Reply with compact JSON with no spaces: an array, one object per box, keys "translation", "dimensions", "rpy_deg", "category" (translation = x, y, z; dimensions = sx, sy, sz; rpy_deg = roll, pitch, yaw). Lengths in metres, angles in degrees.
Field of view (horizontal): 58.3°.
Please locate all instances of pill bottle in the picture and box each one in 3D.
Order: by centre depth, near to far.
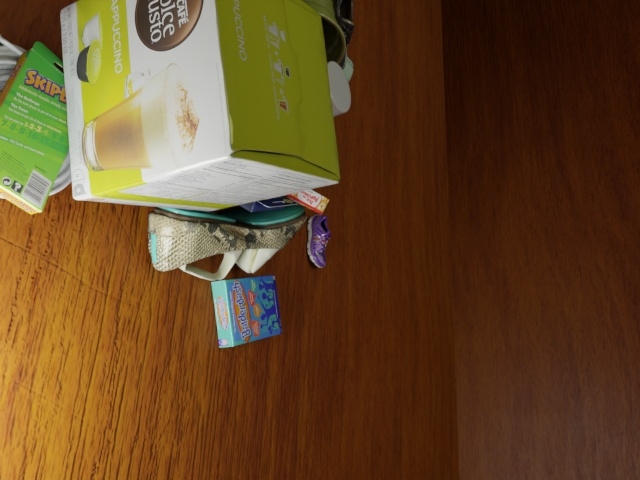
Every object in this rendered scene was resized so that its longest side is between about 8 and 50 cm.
[{"translation":[-0.090,-0.353,1.492],"dimensions":[0.176,0.318,0.176],"rpy_deg":[29,56,-55],"category":"pill bottle"}]

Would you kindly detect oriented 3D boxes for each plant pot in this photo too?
[{"translation":[-0.065,-0.665,1.692],"dimensions":[0.276,0.276,0.254],"rpy_deg":[36,47,-51],"category":"plant pot"}]

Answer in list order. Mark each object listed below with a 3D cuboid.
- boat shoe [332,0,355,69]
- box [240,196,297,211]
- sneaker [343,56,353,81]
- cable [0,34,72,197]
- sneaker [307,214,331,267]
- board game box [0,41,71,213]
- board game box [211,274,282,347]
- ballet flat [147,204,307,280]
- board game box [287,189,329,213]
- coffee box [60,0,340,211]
[{"translation":[0.061,-0.676,1.808],"dimensions":[0.103,0.092,0.285],"rpy_deg":[4,88,-53],"category":"boat shoe"},{"translation":[-0.180,-0.117,1.384],"dimensions":[0.136,0.225,0.036],"rpy_deg":[-12,126,-61],"category":"box"},{"translation":[0.056,-0.689,2.077],"dimensions":[0.151,0.094,0.256],"rpy_deg":[2,90,-54],"category":"sneaker"},{"translation":[-0.511,-0.193,0.942],"dimensions":[0.257,0.089,0.257],"rpy_deg":[28,59,-55],"category":"cable"},{"translation":[0.000,0.000,1.794],"dimensions":[0.068,0.071,0.170],"rpy_deg":[11,72,-59],"category":"sneaker"},{"translation":[-0.454,-0.183,0.912],"dimensions":[0.124,0.039,0.259],"rpy_deg":[46,47,-47],"category":"board game box"},{"translation":[-0.181,0.173,1.447],"dimensions":[0.210,0.047,0.160],"rpy_deg":[-2,84,-60],"category":"board game box"},{"translation":[-0.214,0.001,1.369],"dimensions":[0.483,0.164,0.182],"rpy_deg":[-7,109,-56],"category":"ballet flat"},{"translation":[-0.085,-0.136,1.468],"dimensions":[0.193,0.147,0.045],"rpy_deg":[27,90,-14],"category":"board game box"},{"translation":[-0.198,-0.249,1.011],"dimensions":[0.338,0.334,0.337],"rpy_deg":[2,79,-61],"category":"coffee box"}]
